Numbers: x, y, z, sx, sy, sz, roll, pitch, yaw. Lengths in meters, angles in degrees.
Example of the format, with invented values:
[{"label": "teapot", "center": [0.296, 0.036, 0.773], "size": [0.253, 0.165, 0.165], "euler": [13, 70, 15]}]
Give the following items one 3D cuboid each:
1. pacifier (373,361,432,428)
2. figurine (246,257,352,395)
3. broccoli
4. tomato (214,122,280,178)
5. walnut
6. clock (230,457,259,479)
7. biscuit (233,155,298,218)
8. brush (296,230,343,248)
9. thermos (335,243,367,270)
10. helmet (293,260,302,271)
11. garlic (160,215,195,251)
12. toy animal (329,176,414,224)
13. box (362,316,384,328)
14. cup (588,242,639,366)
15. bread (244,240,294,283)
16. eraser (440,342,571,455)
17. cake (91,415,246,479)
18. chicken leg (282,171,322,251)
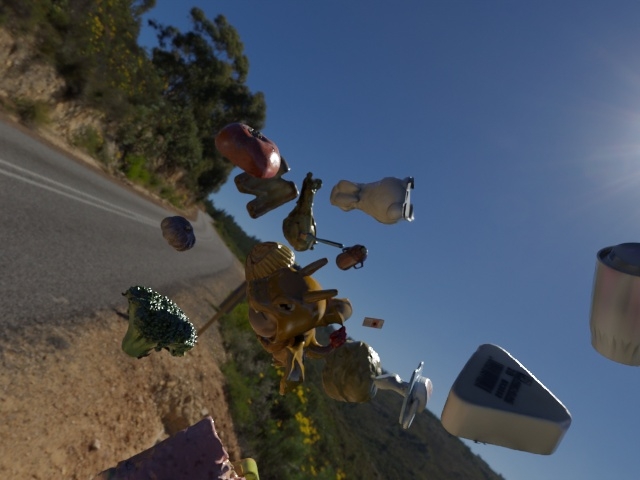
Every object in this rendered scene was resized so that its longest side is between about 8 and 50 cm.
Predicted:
[{"label": "pacifier", "center": [0.289, 0.545, 1.483], "size": [0.207, 0.227, 0.279], "euler": [19, 4, 23]}, {"label": "figurine", "center": [-0.065, 0.254, 1.375], "size": [0.268, 0.401, 0.387], "euler": [33, -38, 34]}, {"label": "broccoli", "center": [-0.672, 0.334, 1.681], "size": [0.334, 0.272, 0.324], "euler": [56, 18, -49]}, {"label": "tomato", "center": [-0.228, -0.309, 1.348], "size": [0.236, 0.095, 0.237], "euler": [32, 24, -16]}, {"label": "walnut", "center": [0.145, 0.605, 1.890], "size": [0.282, 0.277, 0.253], "euler": [-1, -33, 19]}, {"label": "clock", "center": [-0.283, 0.760, 1.229], "size": [0.096, 0.202, 0.143], "euler": [179, -98, -76]}, {"label": "biscuit", "center": [-0.263, -0.263, 2.021], "size": [0.062, 0.290, 0.237], "euler": [13, -49, 59]}, {"label": "brush", "center": [0.000, 0.000, 1.377], "size": [0.164, 0.014, 0.051], "euler": [15, -27, -5]}, {"label": "thermos", "center": [0.166, 0.082, 2.011], "size": [0.232, 0.099, 0.124], "euler": [-34, -110, 61]}, {"label": "helmet", "center": [-0.146, 0.204, 1.898], "size": [0.160, 0.279, 0.230], "euler": [23, 4, 11]}, {"label": "garlic", "center": [-0.559, -0.030, 1.626], "size": [0.147, 0.102, 0.159], "euler": [-103, 166, -47]}, {"label": "toy animal", "center": [0.196, -0.167, 1.658], "size": [0.357, 0.194, 0.258], "euler": [6, 12, 21]}, {"label": "box", "center": [0.218, 0.340, 1.687], "size": [0.083, 0.046, 0.012], "euler": [10, 29, -9]}, {"label": "cup", "center": [1.046, 0.210, 1.359], "size": [0.253, 0.253, 0.372], "euler": [27, -51, 54]}, {"label": "bread", "center": [-0.223, 0.097, 1.696], "size": [0.139, 0.240, 0.240], "euler": [51, -14, -25]}, {"label": "eraser", "center": [0.532, 0.461, 1.247], "size": [0.331, 0.331, 0.150], "euler": [32, -57, 44]}, {"label": "cake", "center": [-0.358, 0.648, 1.001], "size": [0.293, 0.314, 0.307], "euler": [-50, -118, 42]}, {"label": "chicken leg", "center": [-0.080, -0.142, 2.102], "size": [0.201, 0.429, 0.153], "euler": [17, 18, 7]}]
